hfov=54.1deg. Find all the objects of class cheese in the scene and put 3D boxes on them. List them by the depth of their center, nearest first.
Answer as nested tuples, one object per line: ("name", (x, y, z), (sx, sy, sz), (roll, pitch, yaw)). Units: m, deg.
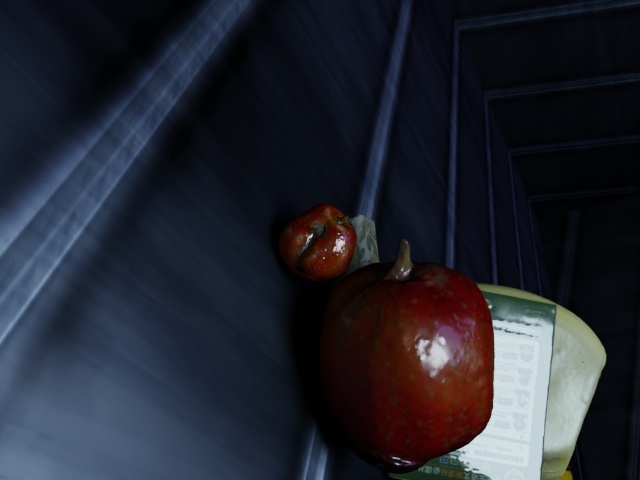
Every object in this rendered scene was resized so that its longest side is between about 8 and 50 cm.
("cheese", (0.251, 0.183, 0.925), (0.260, 0.315, 0.128), (-62, 178, -19))

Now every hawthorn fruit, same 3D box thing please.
("hawthorn fruit", (0.089, 0.113, 0.689), (0.215, 0.215, 0.250), (-54, 137, -60))
("hawthorn fruit", (0.000, 0.000, 0.702), (0.093, 0.093, 0.093), (43, 39, -49))

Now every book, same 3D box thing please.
("book", (0.206, 0.197, 0.843), (0.027, 0.201, 0.264), (113, -13, -76))

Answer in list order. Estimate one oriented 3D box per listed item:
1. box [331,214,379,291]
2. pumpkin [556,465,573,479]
("box", (0.043, 0.020, 0.817), (0.045, 0.062, 0.098), (25, 56, -54))
("pumpkin", (0.326, 0.401, 1.072), (0.190, 0.139, 0.281), (-32, 108, -44))
